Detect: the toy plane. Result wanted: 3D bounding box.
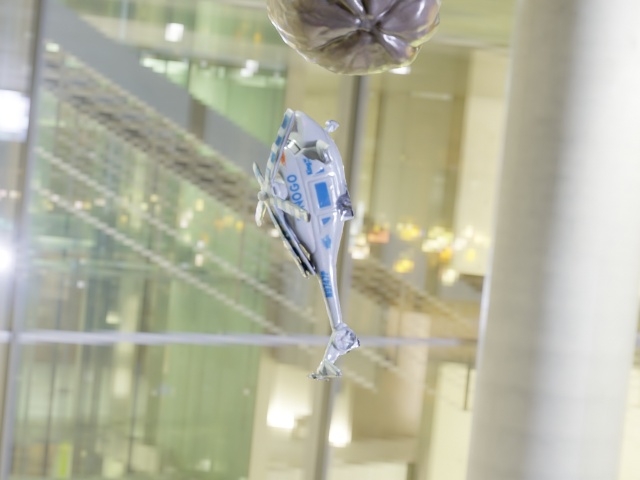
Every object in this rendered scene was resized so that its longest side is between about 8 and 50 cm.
[{"bbox_3d":[0.004,0.001,1.561,0.107,0.273,0.182,-17,168,-21],"label":"toy plane"}]

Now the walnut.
[{"bbox_3d":[0.042,-0.292,1.696,0.224,0.224,0.224,6,-178,0],"label":"walnut"}]
